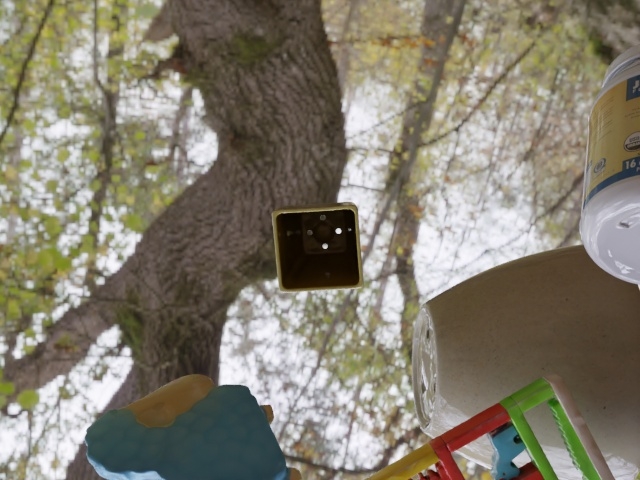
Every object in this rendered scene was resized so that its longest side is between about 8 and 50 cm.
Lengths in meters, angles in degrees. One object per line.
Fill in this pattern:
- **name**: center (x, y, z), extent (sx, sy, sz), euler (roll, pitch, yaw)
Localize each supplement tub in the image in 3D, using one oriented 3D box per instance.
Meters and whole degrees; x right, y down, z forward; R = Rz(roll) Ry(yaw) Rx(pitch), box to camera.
- **supplement tub**: center (0.317, -0.074, 0.855), extent (0.144, 0.144, 0.199), euler (13, -124, 3)

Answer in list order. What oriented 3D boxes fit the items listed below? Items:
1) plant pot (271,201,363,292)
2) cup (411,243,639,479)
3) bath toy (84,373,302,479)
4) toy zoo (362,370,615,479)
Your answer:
- **plant pot**: center (0.000, 0.000, 0.917), extent (0.082, 0.081, 0.083), euler (-4, -168, 4)
- **cup**: center (0.249, 0.165, 1.213), extent (0.237, 0.331, 0.331), euler (1, -146, -4)
- **bath toy**: center (-0.066, 0.268, 0.675), extent (0.129, 0.348, 0.151), euler (-16, -153, -12)
- **toy zoo**: center (0.175, 0.297, 1.021), extent (0.293, 0.192, 0.030), euler (-29, -170, -2)
